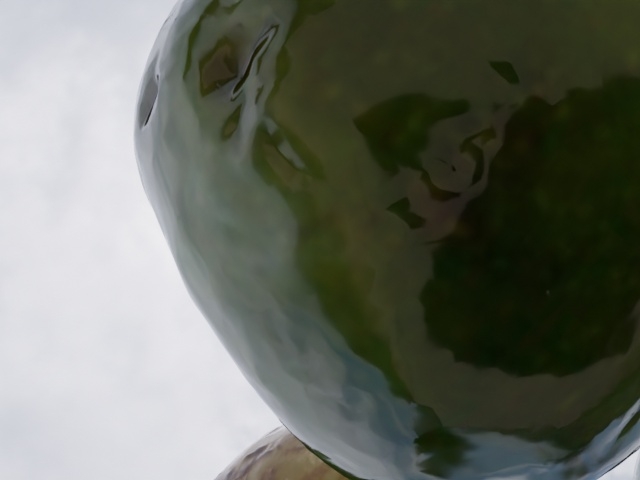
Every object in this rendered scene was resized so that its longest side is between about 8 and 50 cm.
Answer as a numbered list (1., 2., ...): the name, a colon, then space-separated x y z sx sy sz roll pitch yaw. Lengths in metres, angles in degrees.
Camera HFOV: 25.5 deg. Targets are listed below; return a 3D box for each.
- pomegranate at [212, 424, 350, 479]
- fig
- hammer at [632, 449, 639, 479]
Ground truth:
1. pomegranate: 0.033 0.191 0.664 0.248 0.248 0.248 3 -96 -28
2. fig: 0.080 -0.056 0.434 0.275 0.206 0.206 -37 -75 4
3. hammer: 0.246 0.095 1.031 0.119 0.206 0.335 -16 -120 -1
